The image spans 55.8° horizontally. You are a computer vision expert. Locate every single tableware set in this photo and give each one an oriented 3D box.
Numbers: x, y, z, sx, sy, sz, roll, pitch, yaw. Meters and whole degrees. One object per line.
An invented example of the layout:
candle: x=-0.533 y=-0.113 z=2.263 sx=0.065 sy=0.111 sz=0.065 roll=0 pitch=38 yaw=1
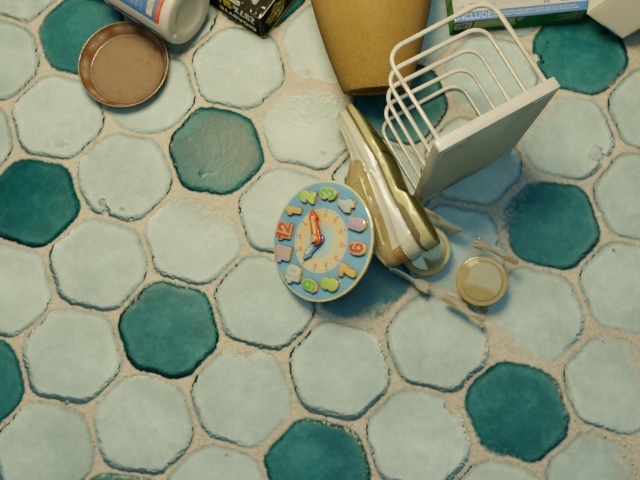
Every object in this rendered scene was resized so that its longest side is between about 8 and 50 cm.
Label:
tableware set: x=0.229 y=0.044 z=1.047 sx=0.194 sy=0.039 sz=0.128 roll=30 pitch=93 yaw=9

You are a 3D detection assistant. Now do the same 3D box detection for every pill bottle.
pill bottle: x=-0.323 y=-0.462 z=1.097 sx=0.221 sy=0.124 sz=0.124 roll=34 pitch=83 yaw=11

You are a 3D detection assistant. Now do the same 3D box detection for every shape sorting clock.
shape sorting clock: x=0.000 y=0.000 z=1.016 sx=0.206 sy=0.040 sz=0.206 roll=-8 pitch=78 yaw=39

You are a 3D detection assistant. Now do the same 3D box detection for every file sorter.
file sorter: x=0.213 y=-0.208 z=0.971 sx=0.193 sy=0.277 sz=0.173 roll=-28 pitch=78 yaw=-3

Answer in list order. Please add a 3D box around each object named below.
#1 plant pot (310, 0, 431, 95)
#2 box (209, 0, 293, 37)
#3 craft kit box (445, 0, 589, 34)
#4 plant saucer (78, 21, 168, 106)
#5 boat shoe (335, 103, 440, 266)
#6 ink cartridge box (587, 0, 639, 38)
plant pot: x=0.092 y=-0.387 z=1.044 sx=0.237 sy=0.237 sz=0.254 roll=-5 pitch=96 yaw=1
box: x=-0.119 y=-0.584 z=1.140 sx=0.257 sy=0.079 sz=0.322 roll=34 pitch=83 yaw=8
craft kit box: x=0.351 y=-0.519 z=1.128 sx=0.250 sy=0.061 sz=0.246 roll=-5 pitch=83 yaw=1
plant saucer: x=-0.364 y=-0.324 z=1.128 sx=0.168 sy=0.029 sz=0.168 roll=0 pitch=81 yaw=2
boat shoe: x=0.087 y=-0.098 z=1.034 sx=0.103 sy=0.113 sz=0.302 roll=-33 pitch=66 yaw=19
ink cartridge box: x=0.548 y=-0.455 z=1.072 sx=0.092 sy=0.090 sz=0.143 roll=26 pitch=66 yaw=-17
